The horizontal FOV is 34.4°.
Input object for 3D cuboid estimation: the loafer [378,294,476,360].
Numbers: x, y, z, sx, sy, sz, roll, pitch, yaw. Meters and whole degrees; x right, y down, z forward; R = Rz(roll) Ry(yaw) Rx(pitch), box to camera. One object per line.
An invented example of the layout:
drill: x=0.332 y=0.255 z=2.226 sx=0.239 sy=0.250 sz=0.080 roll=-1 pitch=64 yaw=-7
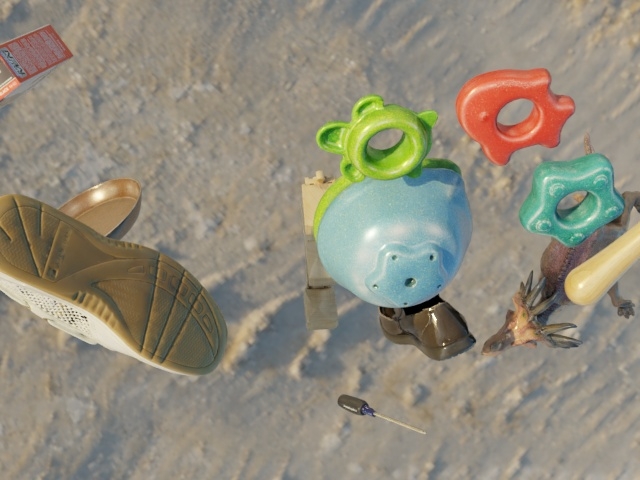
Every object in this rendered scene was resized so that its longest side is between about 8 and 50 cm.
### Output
loafer: x=0.131 y=0.090 z=1.324 sx=0.080 sy=0.220 sz=0.078 roll=-22 pitch=102 yaw=-16

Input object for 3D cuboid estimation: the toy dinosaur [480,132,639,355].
toy dinosaur: x=0.318 y=0.025 z=1.302 sx=0.200 sy=0.127 sz=0.295 roll=-20 pitch=128 yaw=-46

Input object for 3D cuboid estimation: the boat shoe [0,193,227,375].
boat shoe: x=-0.211 y=0.046 z=0.971 sx=0.277 sy=0.096 sz=0.098 roll=36 pitch=59 yaw=-30

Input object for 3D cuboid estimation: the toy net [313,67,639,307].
toy net: x=0.113 y=-0.028 z=0.422 sx=0.232 sy=0.045 sz=0.122 roll=-7 pitch=129 yaw=-4

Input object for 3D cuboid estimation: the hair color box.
hair color box: x=-0.365 y=-0.195 z=1.209 sx=0.093 sy=0.167 sz=0.053 roll=-32 pitch=102 yaw=18

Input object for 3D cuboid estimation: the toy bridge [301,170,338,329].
toy bridge: x=0.000 y=0.000 z=0.714 sx=0.026 sy=0.063 sz=0.188 roll=-5 pitch=154 yaw=-3

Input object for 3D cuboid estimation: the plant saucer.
plant saucer: x=-0.293 y=-0.017 z=1.308 sx=0.168 sy=0.168 sz=0.029 roll=-36 pitch=121 yaw=-11

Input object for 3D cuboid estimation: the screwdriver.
screwdriver: x=0.082 y=0.241 z=1.398 sx=0.024 sy=0.170 sz=0.025 roll=17 pitch=92 yaw=-40
